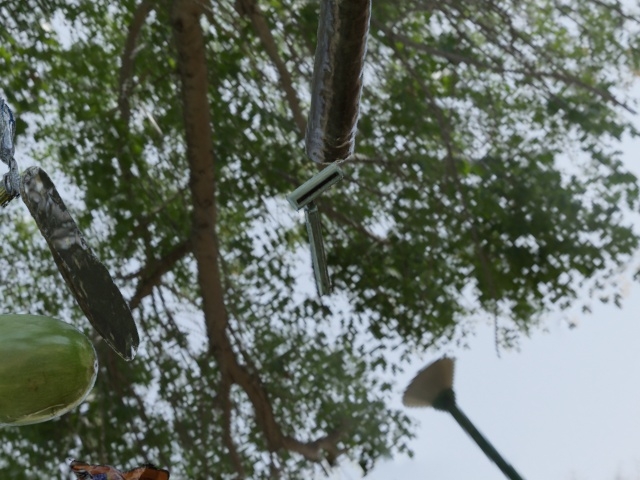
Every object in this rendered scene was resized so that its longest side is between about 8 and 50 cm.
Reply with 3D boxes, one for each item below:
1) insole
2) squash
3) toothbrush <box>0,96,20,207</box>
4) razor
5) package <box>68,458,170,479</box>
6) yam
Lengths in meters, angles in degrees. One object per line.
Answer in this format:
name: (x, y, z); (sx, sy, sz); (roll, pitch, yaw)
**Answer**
insole: (-0.254, 0.032, 0.922); (0.011, 0.081, 0.247); (-16, -61, 13)
squash: (-0.421, 0.140, 0.912); (0.371, 0.118, 0.118); (-2, -43, -1)
toothbrush: (-0.556, -0.171, 1.529); (0.042, 0.413, 0.035); (-37, -54, 4)
razor: (-0.005, -0.003, 1.162); (0.084, 0.036, 0.211); (-36, -36, -27)
package: (-0.203, 0.252, 0.851); (0.111, 0.077, 0.033); (23, -40, -22)
yam: (0.019, -0.190, 0.906); (0.061, 0.061, 0.274); (-21, -37, -22)
